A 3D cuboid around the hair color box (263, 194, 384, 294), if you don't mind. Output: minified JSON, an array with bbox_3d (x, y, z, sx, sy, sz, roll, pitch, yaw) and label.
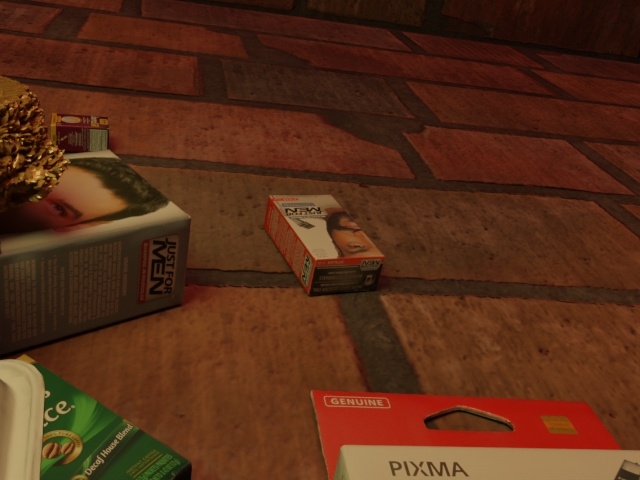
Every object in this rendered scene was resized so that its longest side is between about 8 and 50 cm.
[{"bbox_3d":[0.000,0.000,0.865,0.093,0.053,0.167,-2,31,-25],"label":"hair color box"}]

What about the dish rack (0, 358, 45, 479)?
[{"bbox_3d":[-0.279,0.173,0.261,0.333,0.072,0.285,-25,35,-2],"label":"dish rack"}]

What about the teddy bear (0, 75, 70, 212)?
[{"bbox_3d":[-0.356,-0.032,0.504,0.245,0.113,0.338,16,33,4],"label":"teddy bear"}]

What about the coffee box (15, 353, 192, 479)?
[{"bbox_3d":[-0.201,0.160,0.504,0.184,0.040,0.113,25,31,24],"label":"coffee box"}]

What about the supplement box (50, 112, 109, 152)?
[{"bbox_3d":[-0.365,-0.162,1.049,0.083,0.043,0.055,0,28,-20],"label":"supplement box"}]

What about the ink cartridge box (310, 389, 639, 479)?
[{"bbox_3d":[0.153,0.191,0.548,0.296,0.066,0.261,5,29,-12],"label":"ink cartridge box"}]

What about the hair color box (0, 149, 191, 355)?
[{"bbox_3d":[-0.333,0.017,0.649,0.375,0.113,0.185,-14,37,-40],"label":"hair color box"}]
